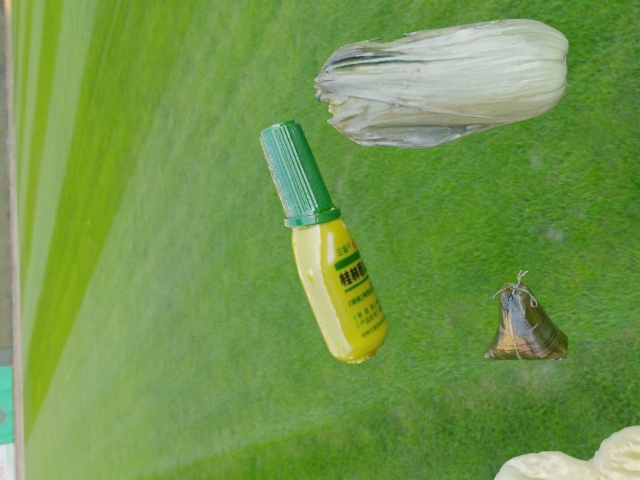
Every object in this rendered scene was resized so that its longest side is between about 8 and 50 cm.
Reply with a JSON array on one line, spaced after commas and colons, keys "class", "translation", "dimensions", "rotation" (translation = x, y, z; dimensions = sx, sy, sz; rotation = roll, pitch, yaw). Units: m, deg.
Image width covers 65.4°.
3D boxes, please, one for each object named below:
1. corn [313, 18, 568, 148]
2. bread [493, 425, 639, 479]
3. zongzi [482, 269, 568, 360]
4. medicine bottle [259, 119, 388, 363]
[{"class": "corn", "translation": [0.149, -0.199, 0.637], "dimensions": [0.123, 0.306, 0.122], "rotation": [72, -166, -47]}, {"class": "bread", "translation": [0.204, 0.185, 0.238], "dimensions": [0.251, 0.182, 0.038], "rotation": [10, 130, 33]}, {"class": "zongzi", "translation": [0.350, 0.161, 0.962], "dimensions": [0.184, 0.084, 0.187], "rotation": [-20, 114, 46]}, {"class": "medicine bottle", "translation": [0.000, 0.000, 0.629], "dimensions": [0.076, 0.111, 0.308], "rotation": [-21, 94, 27]}]
